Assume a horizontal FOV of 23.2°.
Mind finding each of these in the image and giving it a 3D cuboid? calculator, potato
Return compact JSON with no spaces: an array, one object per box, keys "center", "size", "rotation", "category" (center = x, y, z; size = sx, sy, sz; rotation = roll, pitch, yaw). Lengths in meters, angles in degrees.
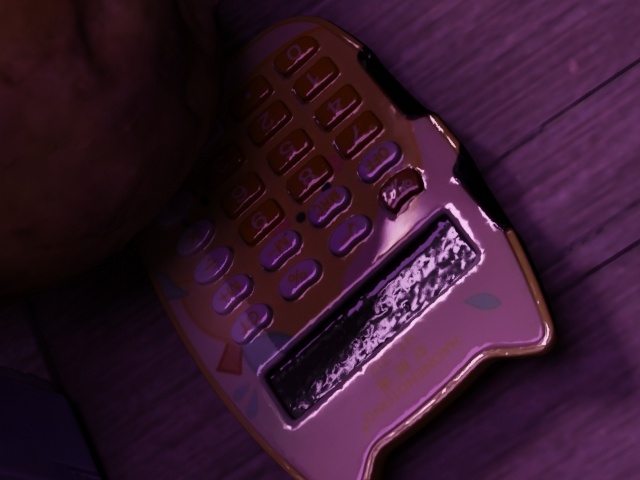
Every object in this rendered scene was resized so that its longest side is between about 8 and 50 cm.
[{"center":[0.000,0.000,0.707],"size":[0.157,0.033,0.236],"rotation":[-42,59,11],"category":"calculator"},{"center":[-0.181,-0.103,0.723],"size":[0.237,0.301,0.289],"rotation":[-29,80,-8],"category":"potato"}]

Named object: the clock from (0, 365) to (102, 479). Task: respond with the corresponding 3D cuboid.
[{"center":[-0.213,0.132,0.710],"size":[0.193,0.144,0.073],"rotation":[-37,62,13],"category":"clock"}]
